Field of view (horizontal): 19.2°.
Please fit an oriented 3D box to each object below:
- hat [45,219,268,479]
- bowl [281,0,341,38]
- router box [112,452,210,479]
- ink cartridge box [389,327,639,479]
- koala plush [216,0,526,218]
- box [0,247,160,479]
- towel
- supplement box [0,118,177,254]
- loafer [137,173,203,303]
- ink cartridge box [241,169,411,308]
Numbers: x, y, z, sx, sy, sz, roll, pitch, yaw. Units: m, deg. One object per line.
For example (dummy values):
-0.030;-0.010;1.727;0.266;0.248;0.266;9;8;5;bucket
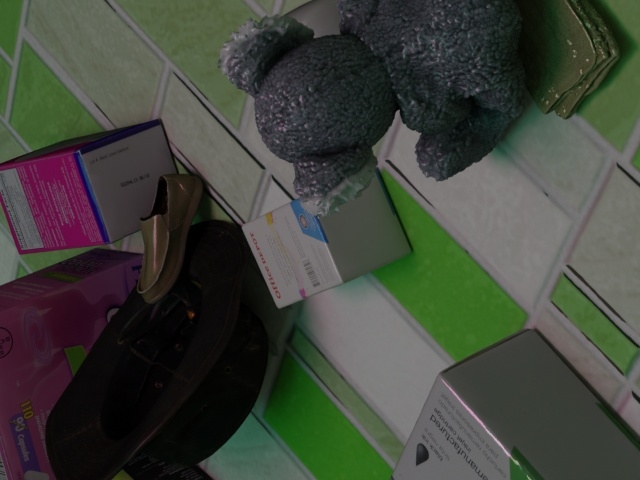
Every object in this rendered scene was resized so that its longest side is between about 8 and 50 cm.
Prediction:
-0.145;0.148;2.015;0.134;0.331;0.331;36;155;-26;hat
-0.009;-0.149;1.784;0.142;0.053;0.142;-18;96;56;bowl
-0.231;0.371;2.352;0.243;0.081;0.309;36;135;36;router box
0.172;0.258;1.720;0.211;0.121;0.289;48;142;25;ink cartridge box
0.039;-0.134;1.546;0.196;0.221;0.203;63;162;5;koala plush
-0.302;0.150;2.176;0.117;0.243;0.213;6;113;51;box
0.180;-0.180;1.539;0.148;0.027;0.110;57;145;12;towel
-0.263;-0.058;2.119;0.220;0.111;0.114;-4;107;54;supplement box
-0.171;-0.006;2.019;0.056;0.050;0.148;-8;63;58;loafer
0.000;0.000;1.825;0.143;0.090;0.092;-22;92;56;ink cartridge box
